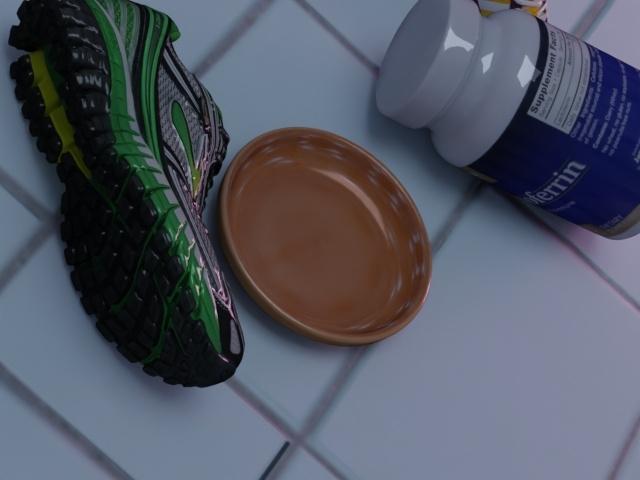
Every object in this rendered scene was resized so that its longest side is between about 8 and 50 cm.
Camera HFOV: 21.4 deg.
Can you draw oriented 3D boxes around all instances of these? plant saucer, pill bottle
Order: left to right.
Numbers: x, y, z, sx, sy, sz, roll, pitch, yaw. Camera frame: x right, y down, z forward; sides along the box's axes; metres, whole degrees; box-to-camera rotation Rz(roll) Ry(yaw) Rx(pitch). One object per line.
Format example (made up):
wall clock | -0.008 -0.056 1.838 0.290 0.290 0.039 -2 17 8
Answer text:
plant saucer | 0.000 0.000 1.405 0.200 0.037 0.200 15 56 -25
pill bottle | 0.193 -0.116 1.524 0.264 0.153 0.153 24 52 -19

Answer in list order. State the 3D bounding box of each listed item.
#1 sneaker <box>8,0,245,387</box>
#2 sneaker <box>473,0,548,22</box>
sneaker | -0.119 -0.051 1.294 0.146 0.134 0.344 -4 65 -35
sneaker | 0.190 -0.212 1.625 0.069 0.084 0.185 -22 76 -40
